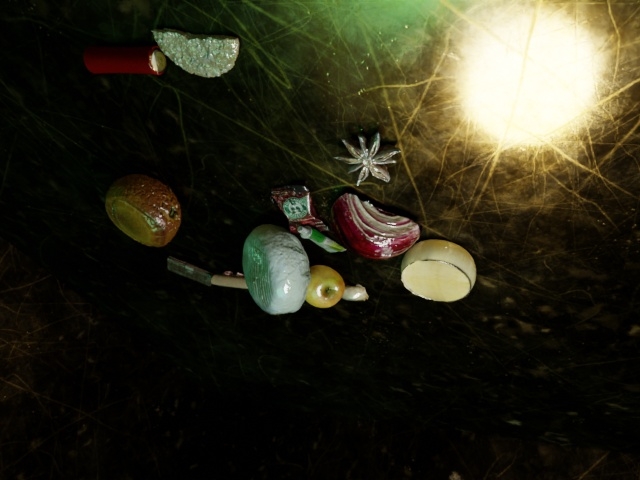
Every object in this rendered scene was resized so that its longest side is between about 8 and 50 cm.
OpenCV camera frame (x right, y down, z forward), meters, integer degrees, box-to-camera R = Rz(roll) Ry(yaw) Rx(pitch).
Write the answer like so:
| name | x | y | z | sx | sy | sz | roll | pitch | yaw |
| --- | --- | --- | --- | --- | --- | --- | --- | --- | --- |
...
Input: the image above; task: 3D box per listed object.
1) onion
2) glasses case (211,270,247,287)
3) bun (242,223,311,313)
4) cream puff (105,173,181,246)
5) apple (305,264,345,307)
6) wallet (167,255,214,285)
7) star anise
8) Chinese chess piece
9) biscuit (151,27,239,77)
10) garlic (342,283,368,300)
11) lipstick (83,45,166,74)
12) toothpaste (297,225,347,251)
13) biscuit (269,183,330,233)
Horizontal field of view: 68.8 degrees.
| name | x | y | z | sx | sy | sz | roll | pitch | yaw |
| --- | --- | --- | --- | --- | --- | --- | --- | --- | --- |
| onion | 0.167 | -0.002 | 1.582 | 0.314 | 0.146 | 0.280 | 17 | 148 | -1 |
| glasses case | -0.397 | 0.184 | 2.179 | 0.193 | 0.070 | 0.102 | 4 | 169 | 19 |
| bun | -0.159 | 0.111 | 1.761 | 0.211 | 0.362 | 0.362 | -5 | 153 | -26 |
| cream puff | -0.661 | -0.127 | 1.781 | 0.303 | 0.212 | 0.303 | 20 | 142 | 17 |
| apple | 0.000 | 0.182 | 1.884 | 0.182 | 0.182 | 0.155 | 40 | 169 | -24 |
| wallet | -0.627 | 0.148 | 2.255 | 0.230 | 0.042 | 0.124 | 24 | 147 | -3 |
| star anise | 0.144 | -0.242 | 1.352 | 0.182 | 0.065 | 0.195 | -22 | 122 | 37 |
| Chinese chess piece | 0.410 | 0.108 | 1.631 | 0.257 | 0.104 | 0.257 | 13 | 143 | 10 |
| biscuit | -0.330 | -0.505 | 1.274 | 0.250 | 0.032 | 0.133 | 11 | 144 | 12 |
| garlic | 0.126 | 0.226 | 1.955 | 0.152 | 0.066 | 0.084 | 6 | 143 | 17 |
| lipstick | -0.560 | -0.516 | 1.336 | 0.241 | 0.080 | 0.080 | 7 | 142 | 19 |
| toothpaste | 0.000 | 0.000 | 1.706 | 0.078 | 0.046 | 0.248 | -11 | 154 | 35 |
| biscuit | -0.074 | -0.102 | 1.640 | 0.151 | 0.063 | 0.235 | -9 | 132 | 23 |
